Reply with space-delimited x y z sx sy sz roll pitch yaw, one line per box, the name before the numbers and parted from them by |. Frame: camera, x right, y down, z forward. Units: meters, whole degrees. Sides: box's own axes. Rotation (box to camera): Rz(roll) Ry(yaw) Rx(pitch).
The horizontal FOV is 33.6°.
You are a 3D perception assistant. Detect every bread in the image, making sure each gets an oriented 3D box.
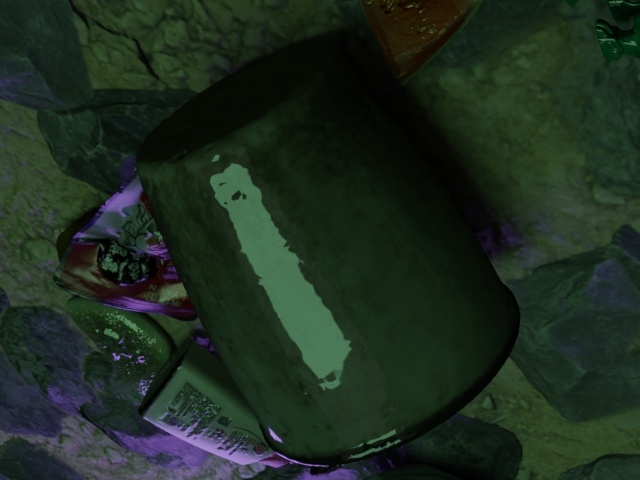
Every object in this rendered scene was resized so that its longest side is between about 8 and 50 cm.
bread | -0.259 0.146 1.466 0.112 0.036 0.193 -14 124 35

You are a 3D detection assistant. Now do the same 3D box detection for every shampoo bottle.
shampoo bottle | -0.099 0.251 1.460 0.284 0.071 0.153 30 129 -16

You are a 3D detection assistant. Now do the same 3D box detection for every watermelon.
watermelon | 0.078 -0.181 0.933 0.125 0.094 0.135 10 139 9

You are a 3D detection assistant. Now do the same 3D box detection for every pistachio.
pistachio | -0.301 0.028 1.360 0.089 0.049 0.173 25 137 3

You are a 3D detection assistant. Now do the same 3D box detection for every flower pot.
flower pot | 0.000 0.000 1.023 0.293 0.294 0.330 -11 118 34

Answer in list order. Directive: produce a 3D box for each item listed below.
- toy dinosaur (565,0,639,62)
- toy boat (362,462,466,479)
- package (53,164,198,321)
toy dinosaur | 0.284 -0.188 0.835 0.153 0.094 0.259 -3 138 34
toy boat | 0.174 0.394 1.444 0.290 0.100 0.199 34 137 -9
package | -0.197 0.003 1.273 0.194 0.071 0.269 25 141 -10
